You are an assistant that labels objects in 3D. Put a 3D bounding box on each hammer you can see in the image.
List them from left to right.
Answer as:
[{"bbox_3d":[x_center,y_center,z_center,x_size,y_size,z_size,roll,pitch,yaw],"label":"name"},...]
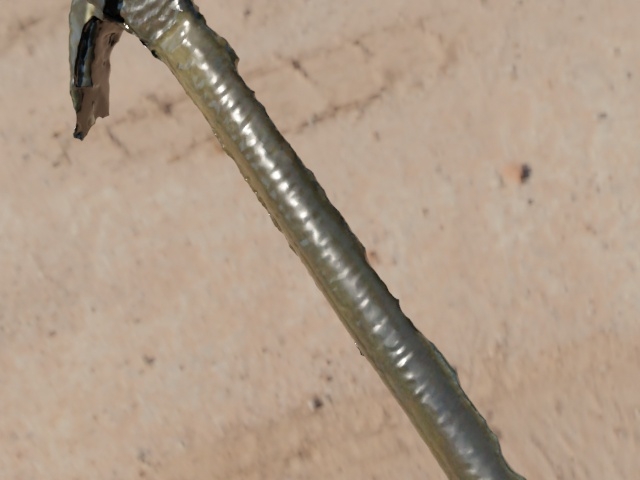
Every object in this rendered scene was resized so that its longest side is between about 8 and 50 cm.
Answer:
[{"bbox_3d":[0.000,0.000,0.649,0.297,0.125,0.027,53,35,12],"label":"hammer"}]
